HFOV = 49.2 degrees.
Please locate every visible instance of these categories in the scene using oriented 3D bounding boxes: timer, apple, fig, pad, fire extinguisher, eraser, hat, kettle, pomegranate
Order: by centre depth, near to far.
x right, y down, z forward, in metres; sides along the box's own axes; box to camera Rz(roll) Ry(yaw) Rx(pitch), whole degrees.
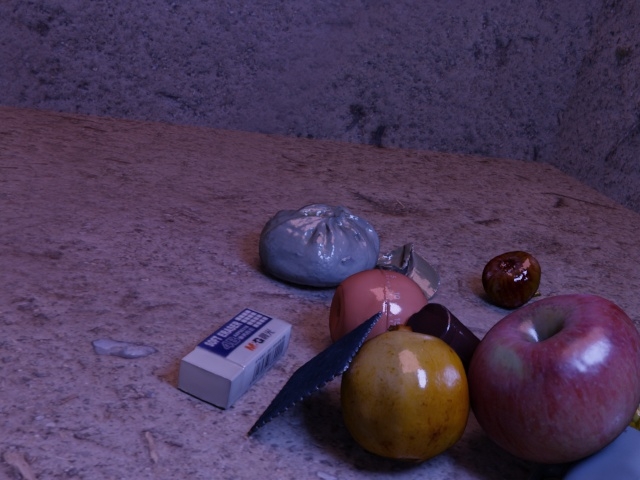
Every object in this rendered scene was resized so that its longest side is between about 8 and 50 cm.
[{"bbox_3d":[0.489,0.455,1.289,0.211,0.160,0.243,8,20,42],"label":"kettle"},{"bbox_3d":[0.155,0.287,1.332,0.264,0.264,0.264,11,23,-5],"label":"pomegranate"},{"bbox_3d":[0.456,0.272,1.334,0.345,0.269,0.345,-23,16,7],"label":"apple"},{"bbox_3d":[-0.005,0.256,1.376,0.012,0.269,0.270,51,25,-1],"label":"pad"},{"bbox_3d":[-0.175,0.243,1.494,0.124,0.081,0.279,20,24,17],"label":"eraser"},{"bbox_3d":[0.320,0.260,1.562,0.337,0.114,0.135,42,20,-36],"label":"fire extinguisher"},{"bbox_3d":[0.137,0.180,1.618,0.215,0.229,0.229,8,23,-12],"label":"timer"},{"bbox_3d":[0.244,0.113,2.065,0.166,0.144,0.173,-29,89,-38],"label":"hat"},{"bbox_3d":[0.576,0.137,2.091,0.175,0.207,0.175,-11,47,12],"label":"fig"}]

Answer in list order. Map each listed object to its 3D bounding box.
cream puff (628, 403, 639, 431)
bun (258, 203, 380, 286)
[{"bbox_3d":[0.720,0.422,1.525,0.146,0.116,0.146,26,39,-23],"label":"cream puff"},{"bbox_3d":[0.001,-0.002,1.992,0.355,0.194,0.354,5,21,-2],"label":"bun"}]
